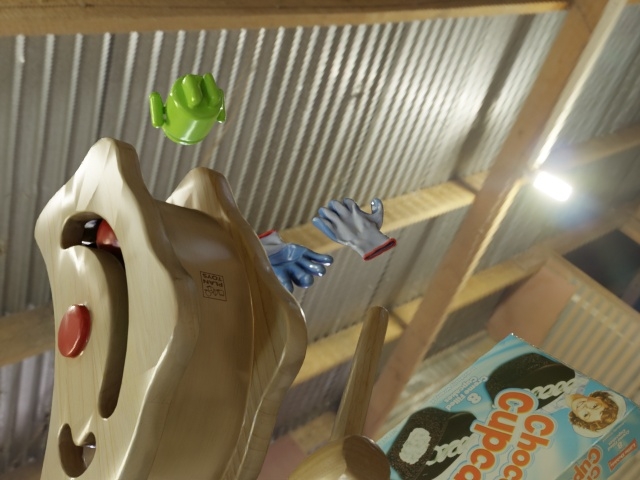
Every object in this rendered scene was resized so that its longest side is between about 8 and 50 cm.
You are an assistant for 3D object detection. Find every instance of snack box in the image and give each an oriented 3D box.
[{"bbox_3d":[0.149,0.241,0.751,0.322,0.187,0.060,-35,-61,-14],"label":"snack box"}]

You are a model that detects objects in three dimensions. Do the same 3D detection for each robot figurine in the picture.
[{"bbox_3d":[-0.166,-0.166,0.938,0.101,0.067,0.115,-13,-17,-30],"label":"robot figurine"}]

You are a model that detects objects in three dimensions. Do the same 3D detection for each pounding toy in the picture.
[{"bbox_3d":[-0.063,0.073,0.412,0.155,0.269,0.154,15,-61,-40],"label":"pounding toy"}]

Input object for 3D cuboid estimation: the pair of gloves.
[{"bbox_3d":[0.000,0.000,0.905,0.198,0.159,0.023,-27,-59,-13],"label":"pair of gloves"}]
